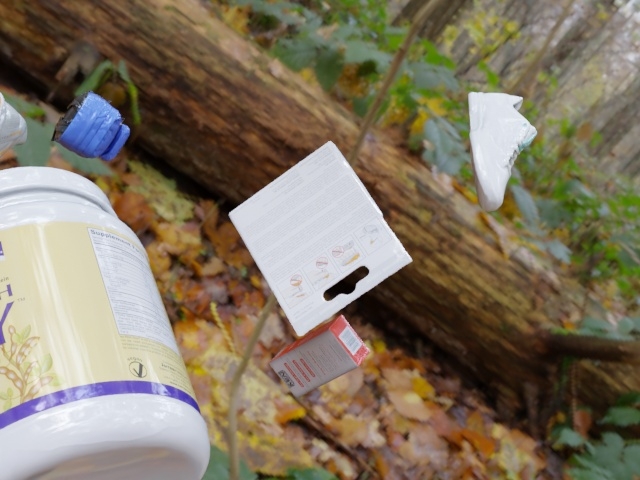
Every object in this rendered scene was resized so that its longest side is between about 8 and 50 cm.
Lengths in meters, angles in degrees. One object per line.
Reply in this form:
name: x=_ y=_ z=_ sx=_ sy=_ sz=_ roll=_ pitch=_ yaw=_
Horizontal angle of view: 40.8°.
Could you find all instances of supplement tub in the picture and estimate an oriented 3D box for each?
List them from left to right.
supplement tub: x=-0.267 y=0.112 z=0.856 sx=0.241 sy=0.241 sz=0.331 roll=26 pitch=29 yaw=-50

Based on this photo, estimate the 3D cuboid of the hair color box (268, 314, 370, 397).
hair color box: x=-0.003 y=0.170 z=1.250 sx=0.072 sy=0.141 sz=0.043 roll=53 pitch=39 yaw=-5

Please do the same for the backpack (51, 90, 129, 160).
backpack: x=-0.339 y=-0.170 z=1.291 sx=0.101 sy=0.098 sz=0.120 roll=28 pitch=-4 yaw=-17

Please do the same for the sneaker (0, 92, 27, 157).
sneaker: x=-0.502 y=-0.091 z=1.157 sx=0.099 sy=0.262 sz=0.121 roll=53 pitch=2 yaw=23

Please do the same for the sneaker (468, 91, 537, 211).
sneaker: x=0.257 y=-0.134 z=1.210 sx=0.080 sy=0.094 sz=0.212 roll=75 pitch=16 yaw=-53

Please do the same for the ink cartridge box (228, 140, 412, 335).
ink cartridge box: x=0.000 y=0.000 z=1.162 sx=0.224 sy=0.181 sz=0.056 roll=57 pitch=5 yaw=28
